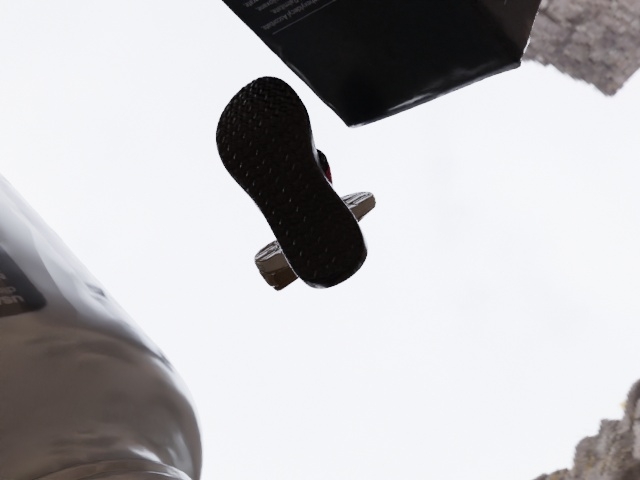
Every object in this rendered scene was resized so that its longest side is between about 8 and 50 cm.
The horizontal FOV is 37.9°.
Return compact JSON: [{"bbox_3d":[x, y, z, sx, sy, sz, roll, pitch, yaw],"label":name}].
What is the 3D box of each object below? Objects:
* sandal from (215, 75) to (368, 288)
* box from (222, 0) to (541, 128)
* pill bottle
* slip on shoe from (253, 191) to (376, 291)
[{"bbox_3d":[-0.019,-0.037,0.619,0.067,0.040,0.179,-30,-122,6],"label":"sandal"},{"bbox_3d":[0.018,-0.349,0.799,0.395,0.212,0.293,42,-125,-26],"label":"box"},{"bbox_3d":[-0.162,0.080,0.413,0.176,0.176,0.318,-29,-137,-23],"label":"pill bottle"},{"bbox_3d":[0.000,0.000,0.907,0.135,0.051,0.041,-35,-66,-16],"label":"slip on shoe"}]
